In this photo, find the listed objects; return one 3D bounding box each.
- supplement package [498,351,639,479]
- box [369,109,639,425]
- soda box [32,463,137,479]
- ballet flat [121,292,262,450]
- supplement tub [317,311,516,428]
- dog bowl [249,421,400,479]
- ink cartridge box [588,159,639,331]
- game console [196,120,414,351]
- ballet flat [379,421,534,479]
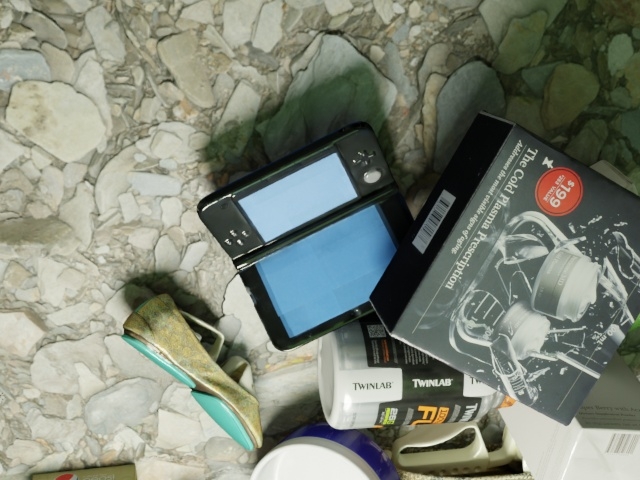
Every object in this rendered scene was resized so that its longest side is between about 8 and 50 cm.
[{"bbox_3d":[0.444,0.301,1.658,0.178,0.293,0.175,5,117,-14],"label":"supplement package"},{"bbox_3d":[0.299,0.037,1.417,0.312,0.179,0.343,27,98,-13],"label":"box"},{"bbox_3d":[-0.415,0.444,1.699,0.181,0.061,0.058,-5,117,-9],"label":"soda box"},{"bbox_3d":[-0.183,0.216,1.606,0.123,0.123,0.348,-36,120,9],"label":"ballet flat"},{"bbox_3d":[0.162,0.212,1.614,0.316,0.193,0.193,-2,118,-10],"label":"supplement tub"},{"bbox_3d":[0.009,0.459,1.693,0.265,0.104,0.265,6,105,22],"label":"dog bowl"},{"bbox_3d":[0.455,0.032,1.620,0.198,0.115,0.273,-28,119,3],"label":"ink cartridge box"},{"bbox_3d":[0.000,0.000,1.473,0.293,0.173,0.250,-27,146,3],"label":"game console"},{"bbox_3d":[0.297,0.413,1.779,0.483,0.164,0.182,-2,104,-7],"label":"ballet flat"}]
